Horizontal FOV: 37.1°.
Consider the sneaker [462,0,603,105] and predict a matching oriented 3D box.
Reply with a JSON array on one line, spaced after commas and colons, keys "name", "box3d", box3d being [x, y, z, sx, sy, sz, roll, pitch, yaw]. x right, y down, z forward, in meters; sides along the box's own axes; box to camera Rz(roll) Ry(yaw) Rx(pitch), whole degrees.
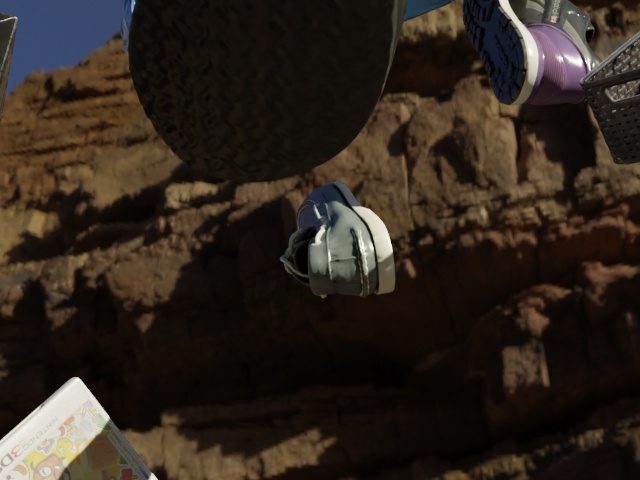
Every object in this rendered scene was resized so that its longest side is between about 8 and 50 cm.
[{"name": "sneaker", "box3d": [0.256, -0.259, 1.148, 0.124, 0.283, 0.107, 3, -40, -12]}]

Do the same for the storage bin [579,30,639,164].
[{"name": "storage bin", "box3d": [0.331, -0.150, 0.842, 0.122, 0.180, 0.084, -9, -68, 53]}]

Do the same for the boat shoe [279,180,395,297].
[{"name": "boat shoe", "box3d": [0.000, 0.000, 1.145, 0.099, 0.319, 0.116, -11, -76, -11]}]

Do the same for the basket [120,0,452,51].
[{"name": "basket", "box3d": [-0.047, -0.229, 0.854, 0.254, 0.201, 0.289, 14, -12, -22]}]

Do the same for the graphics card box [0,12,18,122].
[{"name": "graphics card box", "box3d": [-0.327, 0.017, 0.758, 0.094, 0.233, 0.371, 15, -39, -17]}]

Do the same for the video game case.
[{"name": "video game case", "box3d": [-0.301, 0.316, 1.145, 0.026, 0.206, 0.227, -17, -69, 49]}]

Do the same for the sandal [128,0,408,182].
[{"name": "sandal", "box3d": [-0.008, -0.204, 0.558, 0.167, 0.107, 0.446, 22, -42, 1]}]
